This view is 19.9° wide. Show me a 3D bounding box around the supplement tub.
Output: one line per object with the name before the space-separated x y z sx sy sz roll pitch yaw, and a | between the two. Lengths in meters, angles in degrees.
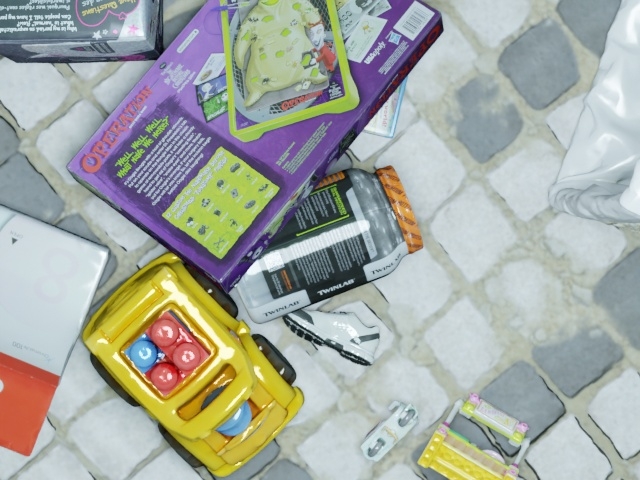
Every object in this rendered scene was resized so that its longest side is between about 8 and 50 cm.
supplement tub | 0.000 0.000 1.833 0.190 0.117 0.117 -21 92 -1

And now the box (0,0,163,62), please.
box | -0.235 -0.246 1.755 0.163 0.247 0.142 -1 92 -1

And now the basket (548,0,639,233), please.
basket | 0.420 -0.136 1.746 0.266 0.328 0.331 21 90 -6

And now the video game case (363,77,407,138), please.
video game case | 0.008 -0.182 1.881 0.166 0.015 0.119 14 90 -2

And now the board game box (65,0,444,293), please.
board game box | -0.063 -0.141 1.803 0.208 0.056 0.347 37 80 15

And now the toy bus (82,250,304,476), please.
toy bus | -0.123 0.128 1.785 0.149 0.211 0.220 -43 93 -2

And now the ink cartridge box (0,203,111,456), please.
ink cartridge box | -0.339 0.082 1.853 0.189 0.066 0.232 22 87 -1

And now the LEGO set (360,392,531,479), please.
LEGO set | 0.182 0.261 1.871 0.132 0.107 0.287 -37 98 34

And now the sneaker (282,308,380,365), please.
sneaker | 0.011 0.089 1.878 0.109 0.040 0.044 26 74 -6
